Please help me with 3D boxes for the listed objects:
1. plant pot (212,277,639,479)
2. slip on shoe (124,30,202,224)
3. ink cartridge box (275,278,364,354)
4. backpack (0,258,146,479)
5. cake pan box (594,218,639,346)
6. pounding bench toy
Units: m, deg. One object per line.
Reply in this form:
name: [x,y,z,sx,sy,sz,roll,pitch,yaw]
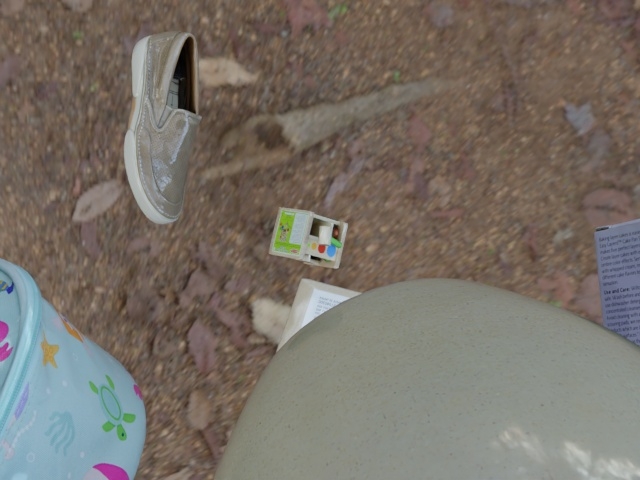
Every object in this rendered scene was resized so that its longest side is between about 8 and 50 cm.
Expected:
plant pot: [0.061,0.130,0.584,0.284,0.284,0.191,-12,49,-14]
slip on shoe: [-0.103,-0.080,0.898,0.041,0.051,0.135,-10,72,32]
ink cartridge box: [0.057,0.174,1.776,0.235,0.088,0.193,12,76,26]
backpack: [-0.207,0.120,0.570,0.191,0.225,0.253,54,50,-34]
cake pan box: [0.281,0.091,0.771,0.070,0.267,0.246,-3,82,-30]
pounding bench toy: [0.000,0.000,1.385,0.065,0.083,0.052,16,85,-42]
